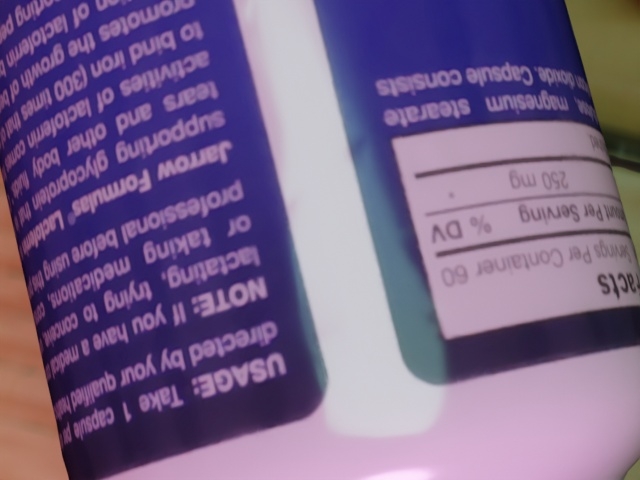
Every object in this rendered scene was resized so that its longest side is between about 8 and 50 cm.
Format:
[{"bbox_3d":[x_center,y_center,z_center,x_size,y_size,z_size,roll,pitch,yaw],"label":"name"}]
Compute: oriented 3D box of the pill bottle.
[{"bbox_3d":[0.000,0.000,0.404,0.153,0.153,0.265,-12,80,-7],"label":"pill bottle"}]
